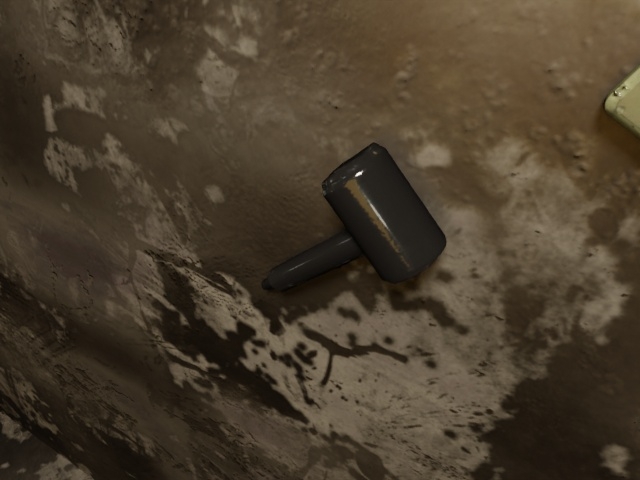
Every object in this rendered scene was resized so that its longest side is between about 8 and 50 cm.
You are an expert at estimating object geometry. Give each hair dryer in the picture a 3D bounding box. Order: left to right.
[{"bbox_3d":[0.001,0.001,0.445,0.248,0.070,0.114,-26,103,45],"label":"hair dryer"}]

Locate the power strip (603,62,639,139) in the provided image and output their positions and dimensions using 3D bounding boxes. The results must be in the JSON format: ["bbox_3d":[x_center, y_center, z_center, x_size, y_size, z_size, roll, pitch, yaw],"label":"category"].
[{"bbox_3d":[0.277,-0.065,0.267,0.169,0.028,0.076,41,128,4],"label":"power strip"}]
